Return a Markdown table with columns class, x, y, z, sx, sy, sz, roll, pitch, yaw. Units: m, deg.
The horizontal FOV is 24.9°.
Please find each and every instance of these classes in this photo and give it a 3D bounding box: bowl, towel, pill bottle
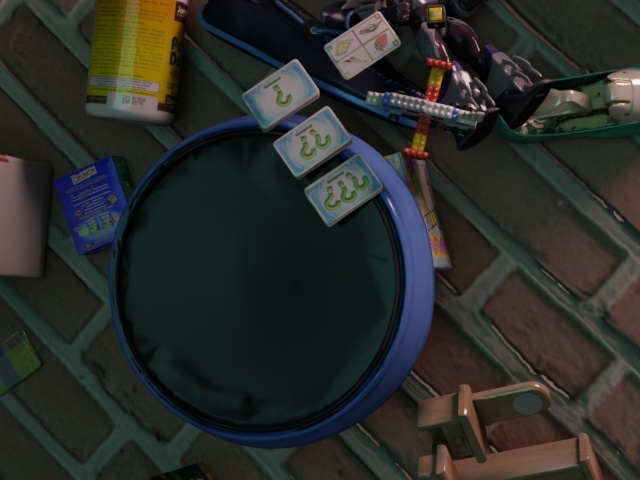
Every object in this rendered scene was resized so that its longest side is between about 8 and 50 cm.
| class | x | y | z | sx | sy | sz | roll | pitch | yaw |
| --- | --- | --- | --- | --- | --- | --- | --- | --- | --- |
| bowl | -0.065 | 0.046 | 1.668 | 0.391 | 0.077 | 0.391 | 0 | 88 | 17 |
| towel | -0.418 | 0.166 | 1.958 | 0.083 | 0.009 | 0.060 | -38 | 80 | 14 |
| pill bottle | -0.233 | -0.258 | 1.853 | 0.117 | 0.117 | 0.215 | 7 | 91 | 17 |

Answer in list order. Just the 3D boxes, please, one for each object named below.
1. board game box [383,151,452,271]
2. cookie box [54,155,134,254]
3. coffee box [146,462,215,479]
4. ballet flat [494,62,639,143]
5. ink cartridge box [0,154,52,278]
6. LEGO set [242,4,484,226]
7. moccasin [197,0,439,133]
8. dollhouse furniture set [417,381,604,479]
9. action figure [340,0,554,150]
| class | x | y | z | sx | sy | sz | roll | pitch | yaw |
| --- | --- | --- | --- | --- | --- | --- | --- | --- | --- |
| board game box | 0.000 | 0.000 | 1.765 | 0.275 | 0.144 | 0.142 | -15 | 84 | 16 |
| cookie box | -0.288 | -0.046 | 1.906 | 0.092 | 0.040 | 0.107 | -21 | 84 | 16 |
| coffee box | -0.158 | 0.334 | 1.786 | 0.040 | 0.184 | 0.113 | -42 | 77 | 9 |
| ballet flat | 0.319 | -0.159 | 1.700 | 0.247 | 0.087 | 0.083 | -10 | 86 | 16 |
| ink cartridge box | -0.584 | -0.046 | 1.870 | 0.384 | 0.279 | 0.160 | 4 | 89 | 17 |
| LEGO set | 0.059 | -0.157 | 1.589 | 0.244 | 0.060 | 0.182 | -33 | 78 | -1 |
| moccasin | 0.005 | -0.244 | 1.773 | 0.342 | 0.138 | 0.117 | 29 | 93 | 14 |
| dollhouse furniture set | 0.224 | 0.375 | 1.575 | 0.174 | 0.355 | 0.303 | -15 | 124 | 17 |
| action figure | 0.141 | -0.245 | 1.698 | 0.285 | 0.185 | 0.099 | 55 | 147 | 22 |
